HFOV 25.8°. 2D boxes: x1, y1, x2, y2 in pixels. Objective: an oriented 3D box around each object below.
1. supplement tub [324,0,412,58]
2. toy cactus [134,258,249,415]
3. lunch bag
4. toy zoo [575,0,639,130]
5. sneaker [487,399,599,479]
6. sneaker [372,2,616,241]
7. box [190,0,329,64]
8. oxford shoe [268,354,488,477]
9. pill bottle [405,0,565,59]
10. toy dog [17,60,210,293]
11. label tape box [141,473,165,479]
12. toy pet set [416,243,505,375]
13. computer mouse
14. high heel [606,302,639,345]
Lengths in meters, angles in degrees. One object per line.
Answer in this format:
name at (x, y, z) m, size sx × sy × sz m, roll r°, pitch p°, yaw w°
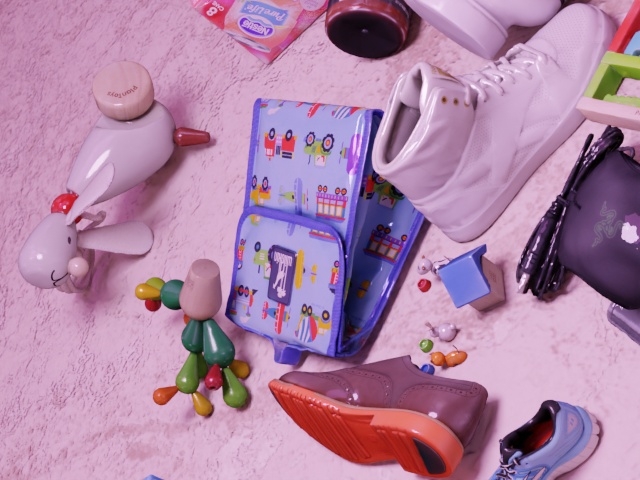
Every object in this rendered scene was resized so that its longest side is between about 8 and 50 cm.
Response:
supplement tub at (0.069, -0.334, 1.752) m, size 0.106 × 0.106 × 0.198 m, roll -17°, pitch 52°, yaw 39°
toy cactus at (-0.154, 0.096, 1.640) m, size 0.180 × 0.112 × 0.219 m, roll 102°, pitch 149°, yaw -41°
lunch bag at (0.000, 0.000, 1.589) m, size 0.221 × 0.138 × 0.293 m, roll 12°, pitch 85°, yaw 51°
toy zoo at (0.396, -0.236, 1.388) m, size 0.192 × 0.030 × 0.293 m, roll 20°, pitch 78°, yaw 52°
sneaker at (0.175, 0.205, 1.266) m, size 0.162 × 0.073 × 0.063 m, roll -52°, pitch 38°, yaw 5°
sneaker at (0.177, -0.155, 1.453) m, size 0.292 × 0.169 × 0.108 m, roll -54°, pitch 36°, yaw -1°
box at (-0.108, -0.408, 1.959) m, size 0.142 × 0.154 × 0.300 m, roll -41°, pitch 41°, yaw 18°
oxford shoe at (0.057, 0.167, 1.426) m, size 0.271 × 0.097 × 0.098 m, roll 10°, pitch 51°, yaw 45°
pill bottle at (0.233, -0.366, 1.536) m, size 0.323 × 0.181 × 0.181 m, roll -54°, pitch 38°, yaw 2°
toy dog at (-0.262, -0.072, 1.877) m, size 0.161 × 0.220 × 0.333 m, roll 14°, pitch 80°, yaw 18°
label tape box at (-0.257, 0.444, 1.528) m, size 0.334 × 0.106 × 0.240 m, roll -35°, pitch 41°, yaw 26°
toy pet set at (0.128, 0.059, 1.431) m, size 0.114 × 0.065 × 0.122 m, roll -28°, pitch 46°, yaw 32°
computer mouse at (0.248, -0.016, 1.259) m, size 0.188 × 0.072 × 0.272 m, roll -64°, pitch 13°, yaw 5°
high heel at (0.377, 0.015, 1.178) m, size 0.261 × 0.093 × 0.186 m, roll -57°, pitch 40°, yaw 10°
